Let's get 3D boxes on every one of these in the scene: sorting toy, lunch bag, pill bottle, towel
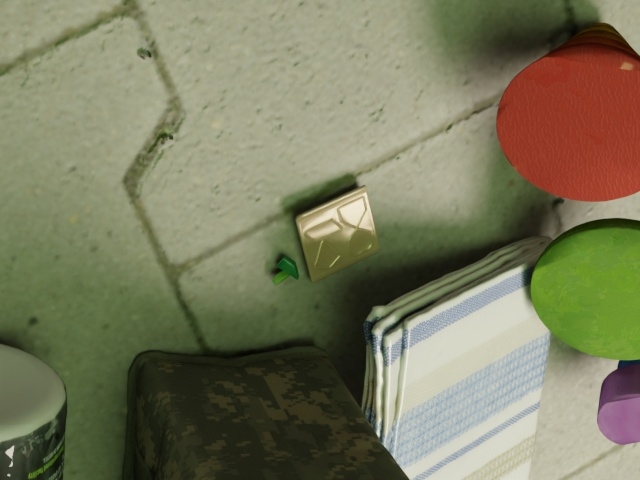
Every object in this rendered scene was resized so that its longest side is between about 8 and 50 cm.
[{"bbox_3d":[0.220,-0.015,1.068,0.127,0.126,0.366,-4,129,20],"label":"sorting toy"},{"bbox_3d":[-0.047,0.247,0.977,0.169,0.235,0.287,-1,113,-19],"label":"lunch bag"},{"bbox_3d":[-0.233,0.198,0.931,0.130,0.130,0.246,-3,115,-24],"label":"pill bottle"},{"bbox_3d":[0.098,0.146,1.092,0.209,0.034,0.285,-23,127,-41],"label":"towel"},{"bbox_3d":[0.000,0.000,1.016,0.083,0.012,0.062,-25,127,-17],"label":"sorting toy"}]
